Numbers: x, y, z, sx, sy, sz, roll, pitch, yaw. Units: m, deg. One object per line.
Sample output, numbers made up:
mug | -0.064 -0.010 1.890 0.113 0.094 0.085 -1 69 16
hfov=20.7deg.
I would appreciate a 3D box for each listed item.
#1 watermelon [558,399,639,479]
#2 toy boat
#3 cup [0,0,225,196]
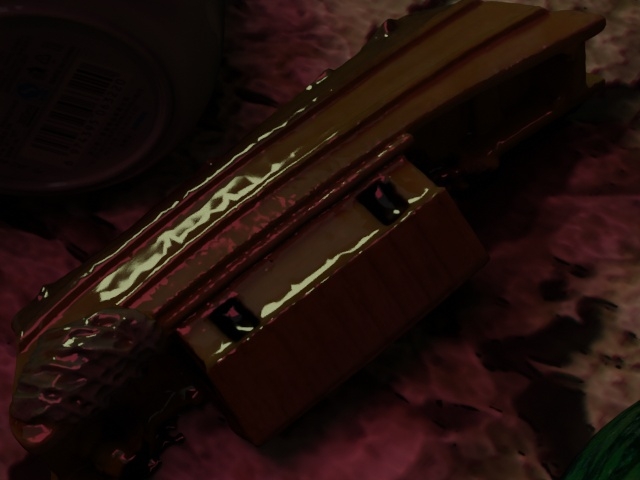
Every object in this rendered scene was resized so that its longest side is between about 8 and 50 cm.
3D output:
watermelon | 0.172 0.143 0.938 0.231 0.128 0.146 -40 36 -12
toy boat | 0.000 0.000 1.070 0.445 0.136 0.162 -40 58 -15
cup | -0.219 -0.214 1.153 0.259 0.356 0.274 -27 50 26
